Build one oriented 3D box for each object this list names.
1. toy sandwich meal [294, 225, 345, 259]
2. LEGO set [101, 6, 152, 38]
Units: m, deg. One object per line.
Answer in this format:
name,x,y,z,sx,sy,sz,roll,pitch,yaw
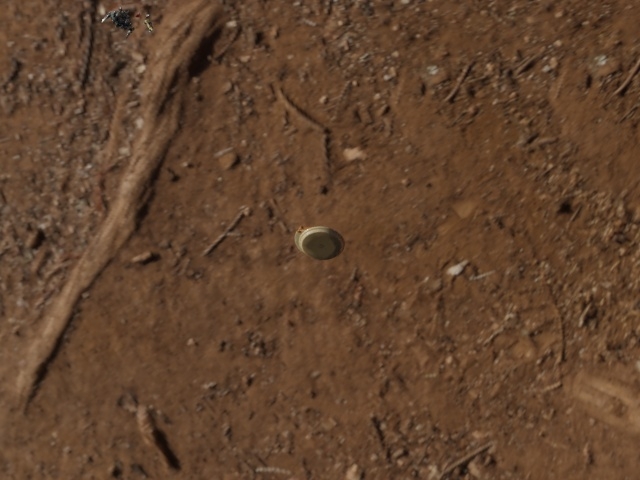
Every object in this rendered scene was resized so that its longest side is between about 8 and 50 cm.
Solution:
toy sandwich meal,0.000,0.000,1.527,0.085,0.029,0.086,3,135,3
LEGO set,-0.303,-0.351,1.447,0.054,0.083,0.023,60,144,4
